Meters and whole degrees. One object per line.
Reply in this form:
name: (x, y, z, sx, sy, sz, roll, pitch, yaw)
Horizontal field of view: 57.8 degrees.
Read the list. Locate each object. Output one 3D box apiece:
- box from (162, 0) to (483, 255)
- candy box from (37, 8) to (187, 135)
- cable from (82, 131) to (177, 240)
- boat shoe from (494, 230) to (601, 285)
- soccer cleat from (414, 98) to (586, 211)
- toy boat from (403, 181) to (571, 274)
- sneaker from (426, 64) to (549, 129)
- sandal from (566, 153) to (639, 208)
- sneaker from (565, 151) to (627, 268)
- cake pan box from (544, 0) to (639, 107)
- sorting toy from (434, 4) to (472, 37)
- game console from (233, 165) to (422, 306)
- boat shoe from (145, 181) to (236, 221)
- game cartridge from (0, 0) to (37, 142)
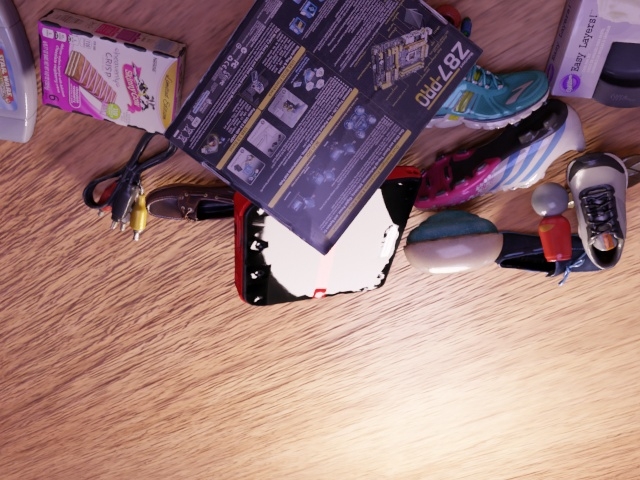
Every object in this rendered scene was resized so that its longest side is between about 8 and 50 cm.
box: (0.001, -0.225, 0.899, 0.318, 0.097, 0.395, 36, 99, -4)
candy box: (-0.365, -0.292, 1.024, 0.233, 0.071, 0.159, 13, 129, -6)
cable: (-0.385, -0.134, 1.185, 0.139, 0.072, 0.287, 33, 113, -3)
boat shoe: (0.483, 0.047, 1.222, 0.258, 0.089, 0.109, 1, 130, 4)
soccer cleat: (0.329, -0.127, 1.078, 0.331, 0.116, 0.143, -31, 131, 30)
toy boat: (0.317, -0.019, 1.117, 0.318, 0.267, 0.148, -8, 87, 9)
sneaker: (0.245, -0.252, 0.974, 0.275, 0.107, 0.110, -4, 140, 7)
sandal: (0.541, -0.120, 1.112, 0.072, 0.049, 0.180, 30, 140, -22)
sneaker: (0.522, -0.054, 1.070, 0.100, 0.108, 0.271, -11, 134, 24)
cake pan box: (0.511, -0.343, 0.914, 0.246, 0.070, 0.267, 7, 130, 2)
sorting toy: (0.219, -0.349, 0.956, 0.061, 0.042, 0.102, -1, 143, 26)
game console: (0.000, 0.000, 1.160, 0.342, 0.060, 0.386, -8, 145, -14)
boat shoe: (-0.249, -0.073, 1.167, 0.207, 0.073, 0.073, -7, 139, -4)
game cartridge: (-0.619, -0.317, 1.038, 0.198, 0.062, 0.297, 11, 130, 1)
